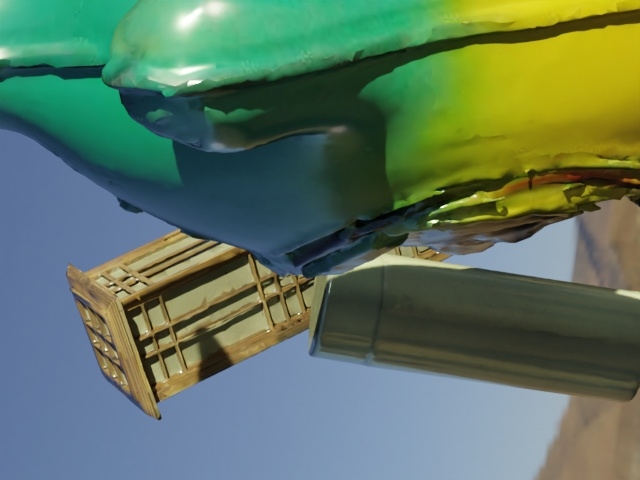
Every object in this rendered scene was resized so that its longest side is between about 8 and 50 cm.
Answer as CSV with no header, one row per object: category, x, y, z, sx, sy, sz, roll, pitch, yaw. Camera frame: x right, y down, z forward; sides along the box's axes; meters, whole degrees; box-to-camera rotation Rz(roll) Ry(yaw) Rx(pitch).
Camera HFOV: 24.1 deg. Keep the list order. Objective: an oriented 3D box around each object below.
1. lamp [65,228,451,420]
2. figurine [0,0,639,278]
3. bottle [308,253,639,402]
lamp,0.000,0.000,0.994,0.325,0.090,0.089,-26,-66,-22
figurine,0.002,-0.100,0.575,0.323,0.340,0.231,-98,2,-72
bottle,0.096,0.052,0.925,0.072,0.201,0.072,-172,90,-84
